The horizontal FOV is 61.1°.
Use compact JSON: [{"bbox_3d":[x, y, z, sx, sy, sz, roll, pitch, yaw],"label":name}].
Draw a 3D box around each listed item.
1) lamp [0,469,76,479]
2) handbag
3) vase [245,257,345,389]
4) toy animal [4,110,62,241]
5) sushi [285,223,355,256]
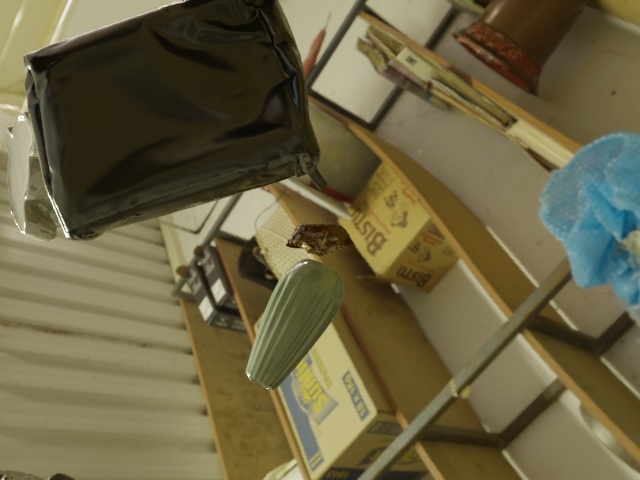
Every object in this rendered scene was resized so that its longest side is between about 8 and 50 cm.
[{"bbox_3d":[-0.413,0.421,0.700,0.247,0.247,0.247,31,-161,-12],"label":"lamp"},{"bbox_3d":[-0.155,-0.127,0.634,0.178,0.302,0.275,80,171,-74],"label":"handbag"},{"bbox_3d":[-0.053,0.160,1.020,0.128,0.248,0.128,28,165,8],"label":"vase"},{"bbox_3d":[-0.422,-0.138,1.009,0.265,0.271,0.206,-8,-141,-43],"label":"toy animal"},{"bbox_3d":[0.001,0.001,0.943,0.061,0.118,0.060,40,-131,-63],"label":"sushi"}]
